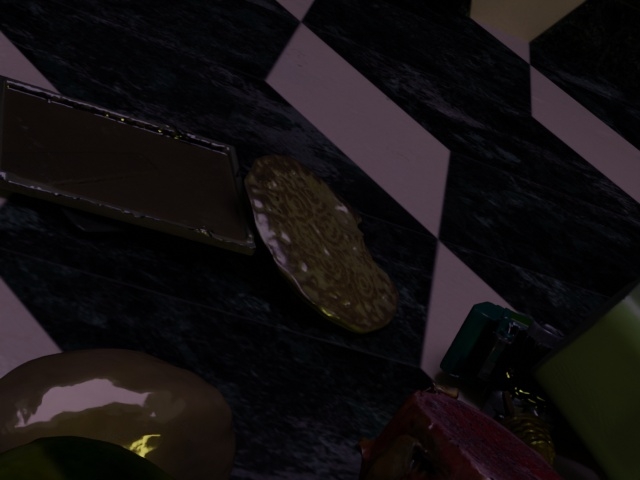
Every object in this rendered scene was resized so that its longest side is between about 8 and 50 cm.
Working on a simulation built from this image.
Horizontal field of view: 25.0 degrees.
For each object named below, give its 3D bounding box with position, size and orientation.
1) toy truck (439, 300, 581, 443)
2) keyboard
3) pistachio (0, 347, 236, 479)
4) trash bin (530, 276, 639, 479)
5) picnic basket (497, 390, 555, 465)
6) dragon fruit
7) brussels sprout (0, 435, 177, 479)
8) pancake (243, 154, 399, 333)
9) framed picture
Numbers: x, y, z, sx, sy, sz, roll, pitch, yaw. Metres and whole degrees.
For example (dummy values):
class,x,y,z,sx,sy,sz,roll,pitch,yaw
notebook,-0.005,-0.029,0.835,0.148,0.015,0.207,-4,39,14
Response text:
class,x,y,z,sx,sy,sz,roll,pitch,yaw
toy truck,0.252,0.151,1.533,0.253,0.114,0.124,25,12,-14
keyboard,-0.140,-0.041,1.549,0.381,0.041,0.103,-8,44,-47
pistachio,-0.158,0.143,1.023,0.226,0.136,0.136,1,36,-40
trash bin,0.382,0.191,1.359,0.343,0.158,0.223,53,32,7
picnic basket,0.192,0.190,1.422,0.072,0.072,0.083,20,34,-24
dragon fruit,0.116,0.235,1.154,0.211,0.147,0.282,30,14,-35
brussels sprout,-0.133,0.225,0.785,0.271,0.210,0.219,31,19,-51
pancake,0.000,0.000,1.550,0.212,0.029,0.235,23,38,-42
framed picture,-0.206,-0.081,1.492,0.281,0.019,0.209,16,30,-19
